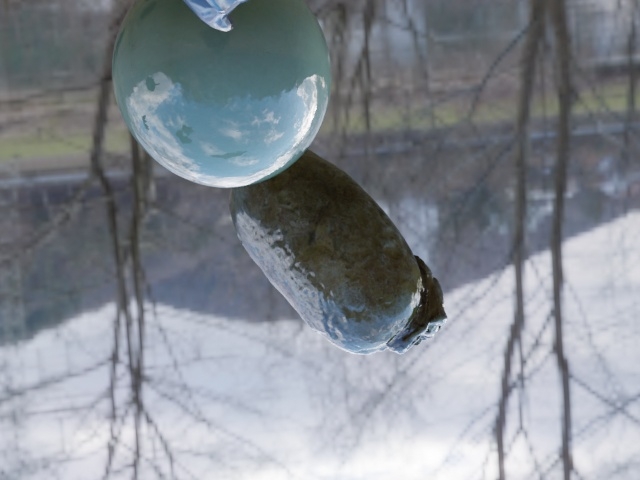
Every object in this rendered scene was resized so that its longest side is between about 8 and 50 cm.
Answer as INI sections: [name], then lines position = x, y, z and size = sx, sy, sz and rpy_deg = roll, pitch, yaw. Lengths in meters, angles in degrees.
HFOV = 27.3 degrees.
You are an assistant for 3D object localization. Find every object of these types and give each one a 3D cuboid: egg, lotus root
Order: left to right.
[egg]
position = -0.075, -0.126, 1.027
size = 0.168, 0.168, 0.231
rpy_deg = -4, 169, 2
[lotus root]
position = -0.002, 0.001, 1.589
size = 0.175, 0.349, 0.175
rpy_deg = -40, 166, -12

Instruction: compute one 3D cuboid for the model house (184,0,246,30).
[model house]
position = -0.042, -0.285, 0.527
size = 0.215, 0.303, 0.237
rpy_deg = 36, -172, -49
